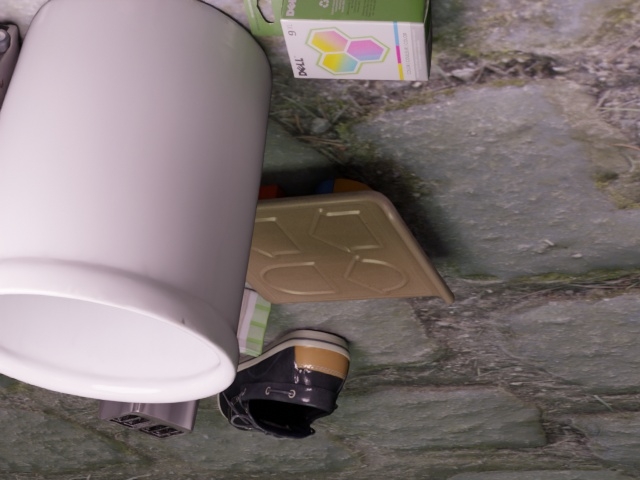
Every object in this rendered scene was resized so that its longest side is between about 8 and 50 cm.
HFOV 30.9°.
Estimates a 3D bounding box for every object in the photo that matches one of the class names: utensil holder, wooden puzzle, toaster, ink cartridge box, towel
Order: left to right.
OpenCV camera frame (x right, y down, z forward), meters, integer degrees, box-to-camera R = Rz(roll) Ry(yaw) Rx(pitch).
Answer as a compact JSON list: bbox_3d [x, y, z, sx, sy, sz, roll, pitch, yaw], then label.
[{"bbox_3d":[-0.231,-0.048,1.330,0.328,0.385,0.327,5,154,3],"label":"utensil holder"},{"bbox_3d":[-0.360,0.348,2.489,0.168,0.110,0.186,27,148,-36],"label":"toaster"},{"bbox_3d":[-0.160,0.128,1.980,0.152,0.113,0.023,17,167,-21],"label":"towel"},{"bbox_3d":[0.000,0.000,1.727,0.348,0.080,0.322,0,153,25],"label":"wooden puzzle"},{"bbox_3d":[0.015,-0.229,1.259,0.209,0.062,0.109,4,155,9],"label":"ink cartridge box"}]

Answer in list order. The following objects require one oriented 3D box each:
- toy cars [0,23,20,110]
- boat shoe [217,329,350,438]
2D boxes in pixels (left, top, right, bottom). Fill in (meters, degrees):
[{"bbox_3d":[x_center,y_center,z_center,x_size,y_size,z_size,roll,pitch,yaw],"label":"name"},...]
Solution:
[{"bbox_3d":[-0.429,-0.073,1.323,0.087,0.393,0.176,10,173,1],"label":"toy cars"},{"bbox_3d":[-0.088,0.319,2.309,0.187,0.156,0.500,15,155,-19],"label":"boat shoe"}]
